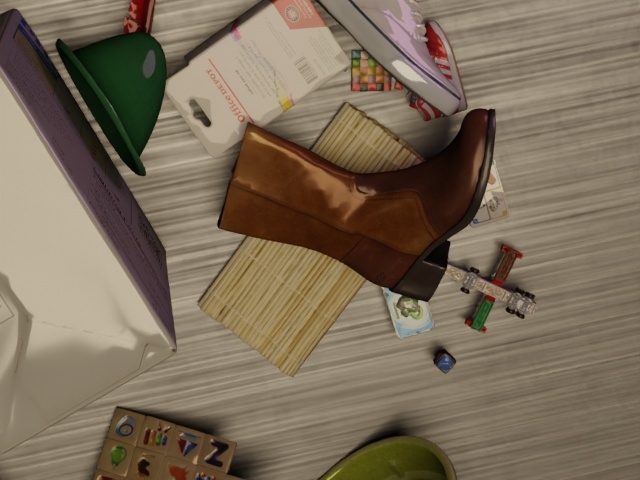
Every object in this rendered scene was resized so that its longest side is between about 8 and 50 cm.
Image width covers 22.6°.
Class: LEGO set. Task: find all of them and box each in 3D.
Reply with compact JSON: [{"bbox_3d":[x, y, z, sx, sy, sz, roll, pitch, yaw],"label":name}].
[{"bbox_3d":[0.162,0.036,1.994,0.182,0.060,0.244,-18,101,3],"label":"LEGO set"}]

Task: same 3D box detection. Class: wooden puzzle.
[{"bbox_3d":[0.062,-0.203,1.925,0.083,0.006,0.049,-2,105,-9],"label":"wooden puzzle"}]

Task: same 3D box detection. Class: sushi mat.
[{"bbox_3d":[0.000,0.000,1.951,0.151,0.019,0.316,36,97,-4],"label":"sushi mat"}]

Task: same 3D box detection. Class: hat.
[{"bbox_3d":[-0.182,-0.205,1.813,0.183,0.173,0.208,-34,122,-10],"label":"hat"}]

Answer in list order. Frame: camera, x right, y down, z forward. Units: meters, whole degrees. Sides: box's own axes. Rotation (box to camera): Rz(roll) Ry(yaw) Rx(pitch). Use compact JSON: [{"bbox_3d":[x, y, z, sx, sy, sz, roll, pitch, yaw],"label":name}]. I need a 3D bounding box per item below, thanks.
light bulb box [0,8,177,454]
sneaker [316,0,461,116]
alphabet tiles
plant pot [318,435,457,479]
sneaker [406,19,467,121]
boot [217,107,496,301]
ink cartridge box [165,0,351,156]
[{"bbox_3d":[-0.338,-0.025,1.724,0.225,0.361,0.358,-29,107,1],"label":"light bulb box"},{"bbox_3d":[0.080,-0.255,1.850,0.091,0.094,0.258,-45,93,5],"label":"sneaker"},{"bbox_3d":[-0.168,0.329,1.949,0.237,0.009,0.198,15,80,9],"label":"alphabet tiles"},{"bbox_3d":[0.122,0.428,1.985,0.276,0.276,0.254,-41,117,3],"label":"plant pot"},{"bbox_3d":[0.129,-0.199,1.918,0.067,0.042,0.118,-22,109,-6],"label":"sneaker"},{"bbox_3d":[0.044,-0.082,1.864,0.280,0.096,0.264,22,126,-5],"label":"boot"},{"bbox_3d":[-0.079,-0.199,1.872,0.198,0.067,0.115,-35,107,0],"label":"ink cartridge box"}]
